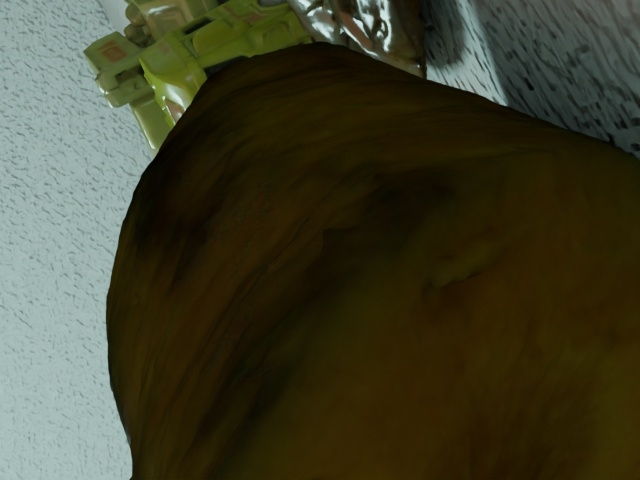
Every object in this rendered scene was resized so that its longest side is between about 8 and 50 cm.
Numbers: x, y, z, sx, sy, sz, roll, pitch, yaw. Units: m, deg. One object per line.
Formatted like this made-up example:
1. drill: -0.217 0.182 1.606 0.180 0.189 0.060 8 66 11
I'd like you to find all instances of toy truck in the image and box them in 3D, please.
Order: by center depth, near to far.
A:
1. toy truck: -0.070 -0.121 0.992 0.124 0.157 0.272 65 173 -28

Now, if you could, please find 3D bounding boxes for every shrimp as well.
1. shrimp: 0.008 -0.146 0.717 0.152 0.063 0.287 58 176 12

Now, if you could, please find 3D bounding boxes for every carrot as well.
1. carrot: 0.036 0.055 0.592 0.241 0.241 0.341 64 176 -22

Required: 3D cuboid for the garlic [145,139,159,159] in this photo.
1. garlic: -0.085 -0.122 1.342 0.245 0.145 0.164 -126 42 -56
